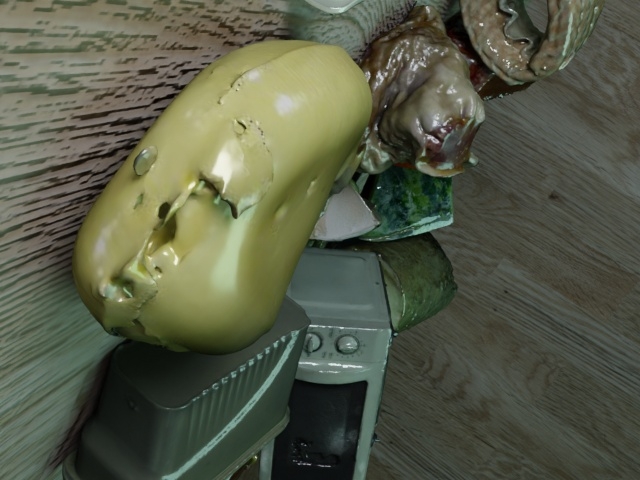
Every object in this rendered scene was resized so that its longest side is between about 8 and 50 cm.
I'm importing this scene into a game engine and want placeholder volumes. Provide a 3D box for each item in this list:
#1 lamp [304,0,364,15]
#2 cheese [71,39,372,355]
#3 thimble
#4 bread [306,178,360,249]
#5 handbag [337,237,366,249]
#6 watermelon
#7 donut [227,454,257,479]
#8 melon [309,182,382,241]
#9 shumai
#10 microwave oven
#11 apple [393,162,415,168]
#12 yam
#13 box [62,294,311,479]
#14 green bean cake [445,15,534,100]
[{"bbox_3d":[0.048,-0.253,0.474,0.198,0.050,0.056,-60,170,30],"label":"lamp"},{"bbox_3d":[-0.063,-0.027,0.494,0.316,0.128,0.259,-52,167,-74],"label":"cheese"},{"bbox_3d":[0.334,-0.376,1.067,0.148,0.229,0.196,-39,-159,-30],"label":"thimble"},{"bbox_3d":[0.000,0.000,1.261,0.286,0.056,0.207,-58,171,23],"label":"bread"},{"bbox_3d":[0.017,0.070,1.417,0.144,0.057,0.221,38,85,-40],"label":"handbag"},{"bbox_3d":[0.152,-0.125,1.298,0.232,0.193,0.310,68,24,-64],"label":"watermelon"},{"bbox_3d":[-0.205,0.351,1.022,0.259,0.136,0.345,-53,178,-9],"label":"donut"},{"bbox_3d":[0.009,-0.054,1.046,0.139,0.093,0.202,-30,-158,-2],"label":"melon"},{"bbox_3d":[0.130,-0.162,0.863,0.218,0.185,0.184,-50,171,-38],"label":"shumai"},{"bbox_3d":[0.007,0.186,1.031,0.237,0.181,0.295,-90,-175,-61],"label":"microwave oven"},{"bbox_3d":[0.150,-0.179,1.042,0.163,0.163,0.139,-41,150,-64],"label":"apple"},{"bbox_3d":[0.132,0.083,1.302,0.300,0.195,0.195,-13,139,-57],"label":"yam"},{"bbox_3d":[-0.135,0.167,0.743,0.274,0.138,0.178,-30,145,-50],"label":"box"},{"bbox_3d":[0.303,-0.326,1.248,0.232,0.198,0.097,-41,163,-49],"label":"green bean cake"}]
